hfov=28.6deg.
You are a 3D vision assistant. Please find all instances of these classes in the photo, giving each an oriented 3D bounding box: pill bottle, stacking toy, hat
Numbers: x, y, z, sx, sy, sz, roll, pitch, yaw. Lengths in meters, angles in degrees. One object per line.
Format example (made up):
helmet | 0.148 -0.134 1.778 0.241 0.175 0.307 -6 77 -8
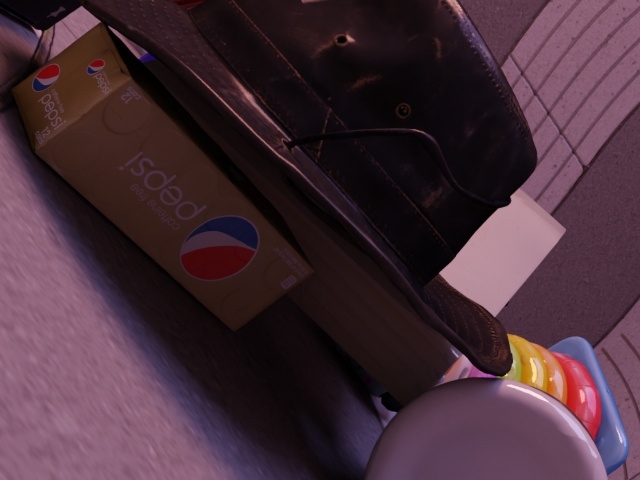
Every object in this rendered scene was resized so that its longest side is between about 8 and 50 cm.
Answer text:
pill bottle | 0.106 0.149 0.758 0.131 0.131 0.229 55 5 12
stacking toy | 0.152 0.142 1.245 0.302 0.166 0.175 35 30 -37
hat | 0.024 -0.086 0.685 0.331 0.134 0.331 43 8 -8

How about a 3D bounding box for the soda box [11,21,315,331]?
soda box | -0.079 -0.029 0.666 0.181 0.061 0.058 48 8 -45

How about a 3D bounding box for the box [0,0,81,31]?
box | -0.203 -0.245 0.728 0.207 0.108 0.153 54 5 6

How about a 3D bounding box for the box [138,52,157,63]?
box | -0.078 -0.161 1.111 0.072 0.137 0.126 55 5 4

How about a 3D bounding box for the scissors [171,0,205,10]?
scissors | -0.059 -0.236 1.143 0.109 0.297 0.021 -10 91 -73

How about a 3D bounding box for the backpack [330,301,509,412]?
backpack | 0.070 0.064 1.046 0.115 0.152 0.182 46 16 2

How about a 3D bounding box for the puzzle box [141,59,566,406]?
puzzle box | 0.040 -0.042 0.950 0.272 0.052 0.409 43 22 8
